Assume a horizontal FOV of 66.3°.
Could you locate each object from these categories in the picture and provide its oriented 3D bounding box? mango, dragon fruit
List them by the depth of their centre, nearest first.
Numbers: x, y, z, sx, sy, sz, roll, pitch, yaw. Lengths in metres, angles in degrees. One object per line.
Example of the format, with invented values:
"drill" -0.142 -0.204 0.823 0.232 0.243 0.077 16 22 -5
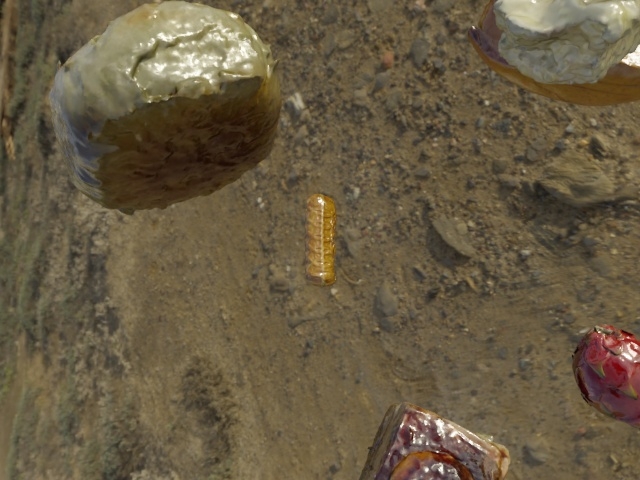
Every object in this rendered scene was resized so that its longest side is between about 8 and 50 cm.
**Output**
"dragon fruit" 0.351 0.177 0.535 0.190 0.094 0.094 49 123 8
"mango" 0.425 -0.337 0.818 0.350 0.199 0.201 40 114 32

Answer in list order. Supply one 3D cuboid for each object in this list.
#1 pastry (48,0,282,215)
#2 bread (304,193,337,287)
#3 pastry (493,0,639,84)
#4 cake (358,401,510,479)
"pastry" -0.125 -0.101 0.407 0.093 0.182 0.192 62 161 12
"bread" 0.000 0.000 0.798 0.044 0.052 0.157 -28 59 60
"pastry" 0.251 -0.212 0.426 0.121 0.258 0.089 22 146 39
"cake" 0.179 0.384 0.819 0.196 0.293 0.198 26 71 13
